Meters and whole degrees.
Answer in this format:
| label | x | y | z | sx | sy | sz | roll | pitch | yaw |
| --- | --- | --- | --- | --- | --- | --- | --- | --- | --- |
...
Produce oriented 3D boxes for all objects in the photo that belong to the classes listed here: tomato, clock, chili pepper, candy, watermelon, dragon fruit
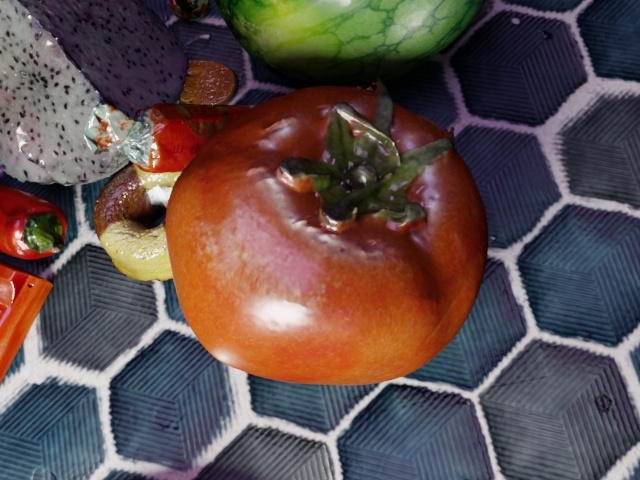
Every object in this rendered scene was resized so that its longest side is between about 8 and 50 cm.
| label | x | y | z | sx | sy | sz | roll | pitch | yaw |
| --- | --- | --- | --- | --- | --- | --- | --- | --- | --- |
| tomato | 0.000 | 0.000 | 0.876 | 0.341 | 0.273 | 0.341 | 10 | 57 | -16 |
| clock | -0.430 | 0.098 | 1.010 | 0.113 | 0.061 | 0.155 | 20 | 77 | 13 |
| chili pepper | -0.457 | -0.022 | 1.022 | 0.368 | 0.137 | 0.092 | 5 | 114 | 15 |
| candy | -0.148 | -0.124 | 0.957 | 0.059 | 0.292 | 0.086 | 21 | 110 | 43 |
| watermelon | 0.037 | -0.353 | 0.945 | 0.363 | 0.363 | 0.363 | -2 | 71 | 7 |
| dragon fruit | -0.326 | -0.219 | 1.035 | 0.204 | 0.221 | 0.283 | -34 | 101 | 36 |
| candy | -0.207 | -0.400 | 1.124 | 0.055 | 0.049 | 0.184 | -19 | 98 | 0 |

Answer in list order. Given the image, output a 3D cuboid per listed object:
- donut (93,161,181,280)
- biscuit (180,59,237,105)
| label | x | y | z | sx | sy | sz | roll | pitch | yaw |
| --- | --- | --- | --- | --- | --- | --- | --- | --- | --- |
| donut | -0.204 | -0.040 | 1.020 | 0.184 | 0.073 | 0.166 | -28 | 73 | -1 |
| biscuit | -0.161 | -0.212 | 1.101 | 0.091 | 0.015 | 0.078 | 16 | 76 | 13 |
